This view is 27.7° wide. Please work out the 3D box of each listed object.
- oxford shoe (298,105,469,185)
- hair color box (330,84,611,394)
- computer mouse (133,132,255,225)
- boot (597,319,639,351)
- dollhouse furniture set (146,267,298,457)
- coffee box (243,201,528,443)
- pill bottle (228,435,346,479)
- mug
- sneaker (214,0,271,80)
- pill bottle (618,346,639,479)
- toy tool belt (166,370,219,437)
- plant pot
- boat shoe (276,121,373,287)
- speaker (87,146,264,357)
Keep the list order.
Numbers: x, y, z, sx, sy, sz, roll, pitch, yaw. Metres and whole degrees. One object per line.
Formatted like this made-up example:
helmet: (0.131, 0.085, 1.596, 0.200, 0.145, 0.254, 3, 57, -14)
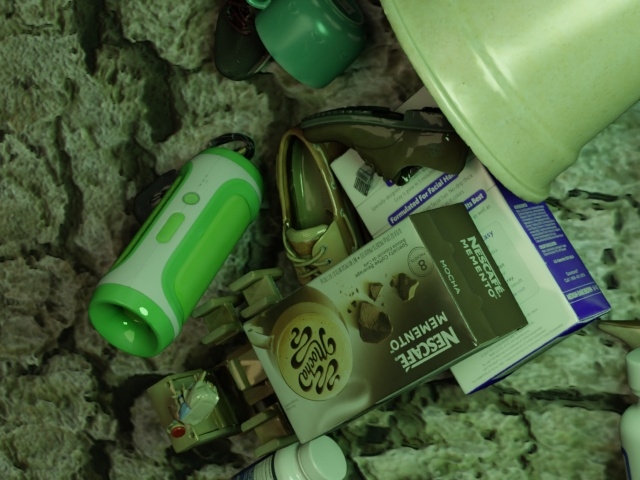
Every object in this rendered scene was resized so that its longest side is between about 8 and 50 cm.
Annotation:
oxford shoe: (0.069, -0.112, 1.528, 0.227, 0.083, 0.096, 9, 105, 35)
hair color box: (0.178, -0.007, 1.577, 0.185, 0.110, 0.339, -38, 76, 33)
computer mouse: (-0.188, -0.085, 1.859, 0.242, 0.041, 0.071, -34, 76, 32)
boot: (0.377, 0.137, 1.497, 0.118, 0.042, 0.087, 3, 99, 35)
dollhouse furniture set: (-0.085, 0.180, 1.756, 0.242, 0.161, 0.212, -33, 77, 27)
coffee box: (0.071, 0.100, 1.531, 0.297, 0.119, 0.168, -33, 79, 36)
pill bottle: (-0.047, 0.333, 1.778, 0.169, 0.094, 0.094, -36, 76, 32)
mug: (-0.013, -0.278, 1.647, 0.097, 0.158, 0.129, -39, 49, 26)
sneaker: (-0.112, -0.344, 1.702, 0.106, 0.162, 0.281, 33, 112, 27)
pill bottle: (0.409, 0.250, 1.408, 0.152, 0.152, 0.272, -5, 98, 35)
toy tool belt: (-0.170, 0.213, 1.690, 0.083, 0.052, 0.051, -48, 40, 20)
plant pot: (0.274, -0.258, 1.383, 0.305, 0.334, 0.334, -32, 77, 21)
boat shoe: (0.000, 0.000, 1.691, 0.122, 0.120, 0.324, -11, 89, 35)
speaker: (-0.185, 0.011, 1.712, 0.131, 0.296, 0.131, 19, 141, 16)
